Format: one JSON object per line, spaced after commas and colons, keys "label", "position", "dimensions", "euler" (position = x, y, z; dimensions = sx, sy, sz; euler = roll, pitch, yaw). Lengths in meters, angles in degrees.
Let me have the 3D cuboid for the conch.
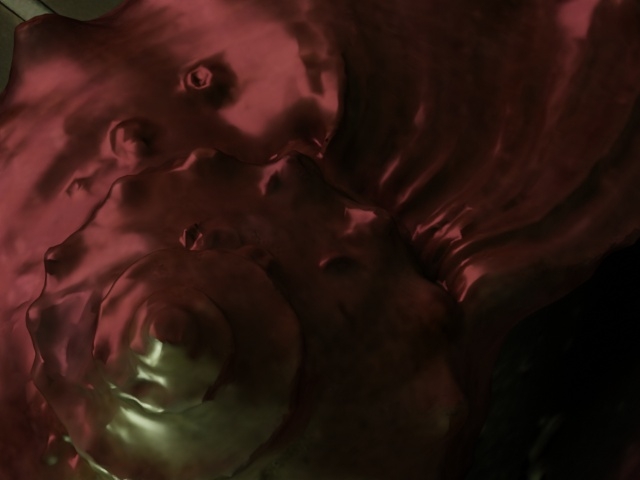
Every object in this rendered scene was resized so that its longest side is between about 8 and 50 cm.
{"label": "conch", "position": [-0.010, -0.014, 0.678], "dimensions": [0.297, 0.210, 0.352], "euler": [-33, 14, 6]}
